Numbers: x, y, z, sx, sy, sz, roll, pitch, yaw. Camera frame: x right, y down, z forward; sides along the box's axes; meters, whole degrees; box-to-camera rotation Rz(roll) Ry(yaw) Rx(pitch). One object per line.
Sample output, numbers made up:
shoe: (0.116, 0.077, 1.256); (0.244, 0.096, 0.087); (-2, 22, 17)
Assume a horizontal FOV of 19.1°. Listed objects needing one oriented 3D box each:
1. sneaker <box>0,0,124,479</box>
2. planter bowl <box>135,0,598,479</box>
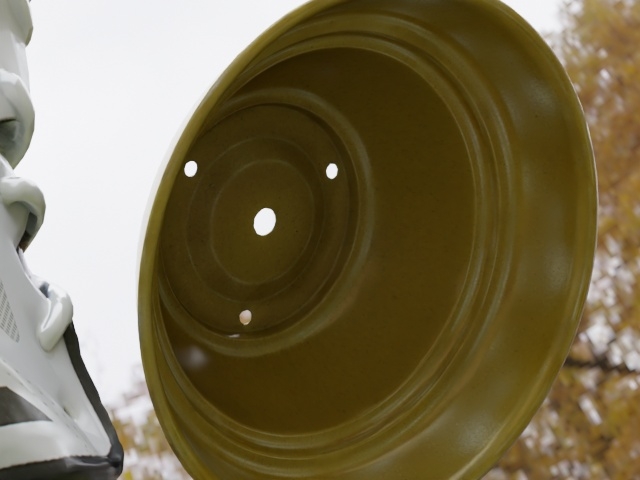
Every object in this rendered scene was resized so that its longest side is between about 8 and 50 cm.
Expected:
sneaker: (-0.149, -0.042, 0.624); (0.169, 0.447, 0.257); (-24, -73, 31)
planter bowl: (0.000, 0.000, 0.740); (0.217, 0.090, 0.217); (-11, -70, -35)
